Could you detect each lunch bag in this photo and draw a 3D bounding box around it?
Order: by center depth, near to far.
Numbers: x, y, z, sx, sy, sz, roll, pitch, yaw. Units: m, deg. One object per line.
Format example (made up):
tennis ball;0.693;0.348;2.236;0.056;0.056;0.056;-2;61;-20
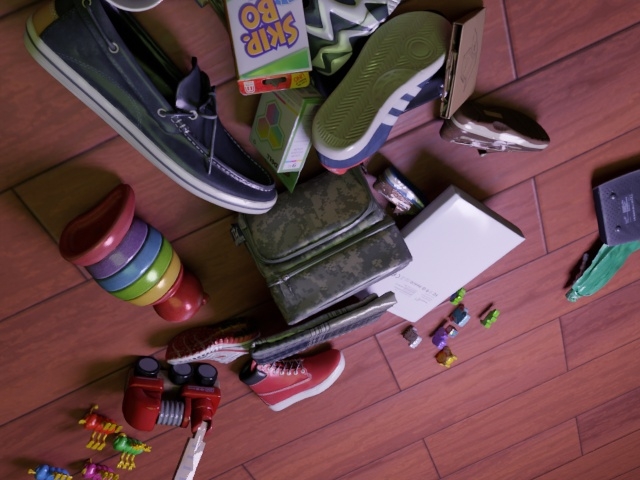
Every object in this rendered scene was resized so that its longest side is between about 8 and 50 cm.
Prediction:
lunch bag;0.000;0.000;1.141;0.305;0.212;0.256;-27;84;1

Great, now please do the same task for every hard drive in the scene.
hard drive;0.257;0.045;1.287;0.233;0.047;0.353;27;126;-28
hard drive;0.793;-0.096;1.365;0.255;0.054;0.172;-17;102;-7

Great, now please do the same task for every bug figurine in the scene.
bug figurine;-0.571;0.539;1.397;0.279;0.072;0.216;-45;128;8

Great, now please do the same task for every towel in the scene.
towel;-0.002;0.191;1.230;0.324;0.056;0.312;-19;166;-9

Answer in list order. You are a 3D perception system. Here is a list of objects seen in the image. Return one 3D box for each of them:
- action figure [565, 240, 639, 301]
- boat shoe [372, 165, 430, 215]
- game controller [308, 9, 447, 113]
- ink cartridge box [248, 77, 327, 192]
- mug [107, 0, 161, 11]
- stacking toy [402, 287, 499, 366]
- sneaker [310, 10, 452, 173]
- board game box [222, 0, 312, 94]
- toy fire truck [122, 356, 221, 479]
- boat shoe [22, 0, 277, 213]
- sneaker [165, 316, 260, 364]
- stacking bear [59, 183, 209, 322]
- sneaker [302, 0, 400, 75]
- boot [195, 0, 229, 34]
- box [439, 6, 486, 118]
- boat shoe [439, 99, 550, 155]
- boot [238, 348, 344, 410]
action figure;0.737;0.071;1.479;0.137;0.063;0.232;28;106;-30
boat shoe;0.183;-0.093;1.228;0.066;0.066;0.183;-34;126;25
game controller;0.116;-0.315;1.078;0.319;0.067;0.166;-24;110;-1
ink cartridge box;-0.071;-0.198;1.028;0.062;0.109;0.209;-13;141;-39
mug;-0.265;-0.426;0.826;0.150;0.169;0.113;-41;122;10
stacking toy;0.346;0.228;1.478;0.167;0.052;0.221;32;106;-31
sneaker;0.107;-0.262;1.006;0.350;0.131;0.148;-47;166;-13
board game box;-0.091;-0.373;0.894;0.124;0.039;0.259;-12;105;-13
toy fire truck;-0.343;0.416;1.278;0.217;0.246;0.158;13;116;-23
boat shoe;-0.243;-0.226;0.952;0.156;0.186;0.500;-40;118;17
sneaker;-0.248;0.256;1.303;0.225;0.088;0.092;-10;124;-9
stacking bear;-0.349;0.059;1.119;0.175;0.164;0.289;-35;128;7
sneaker;0.033;-0.422;0.957;0.153;0.094;0.235;39;102;-28
boot;-0.125;-0.394;0.939;0.106;0.082;0.219;-41;121;14
box;0.267;-0.334;1.033;0.021;0.201;0.164;16;124;22
boat shoe;0.366;-0.227;1.188;0.258;0.095;0.095;11;141;-23
boot;-0.074;0.315;1.392;0.244;0.088;0.176;-31;122;9
